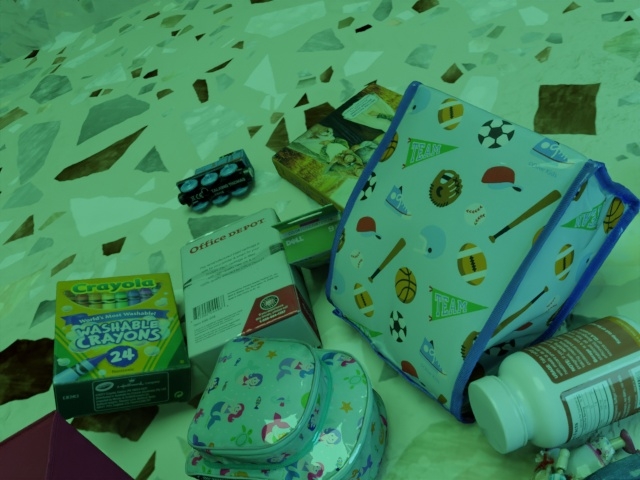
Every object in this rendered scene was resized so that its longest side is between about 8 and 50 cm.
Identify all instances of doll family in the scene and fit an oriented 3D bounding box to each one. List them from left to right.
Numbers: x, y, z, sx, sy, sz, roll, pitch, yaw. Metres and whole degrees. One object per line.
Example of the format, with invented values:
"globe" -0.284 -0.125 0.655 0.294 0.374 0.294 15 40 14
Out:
"doll family" 0.313 0.311 0.681 0.163 0.118 0.262 -24 42 2

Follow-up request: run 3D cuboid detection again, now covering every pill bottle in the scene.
"pill bottle" 0.302 0.182 0.785 0.216 0.121 0.121 -18 41 -9

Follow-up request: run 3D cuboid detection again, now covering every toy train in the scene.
"toy train" -0.235 -0.134 1.425 0.184 0.080 0.105 -20 33 10

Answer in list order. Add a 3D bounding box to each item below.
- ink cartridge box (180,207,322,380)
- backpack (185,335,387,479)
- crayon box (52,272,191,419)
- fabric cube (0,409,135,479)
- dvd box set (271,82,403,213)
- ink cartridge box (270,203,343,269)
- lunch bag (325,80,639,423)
"ink cartridge box" -0.130 0.094 1.116 0.197 0.114 0.272 -23 43 5
"backpack" -0.041 0.251 0.876 0.254 0.191 0.225 3 49 22
"crayon box" -0.353 0.154 1.105 0.203 0.083 0.323 -4 31 -19
"fabric cube" -0.353 0.421 0.764 0.254 0.258 0.259 -30 33 1
"dvd box set" 0.128 -0.162 1.281 0.308 0.062 0.420 -38 43 -12
"ink cartridge box" 0.000 0.000 1.081 0.109 0.209 0.062 -18 79 9
"lunch bag" 0.201 0.019 0.928 0.328 0.239 0.385 38 103 43
